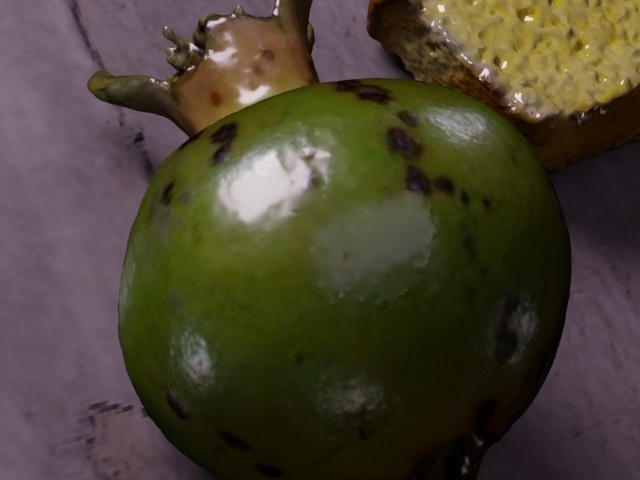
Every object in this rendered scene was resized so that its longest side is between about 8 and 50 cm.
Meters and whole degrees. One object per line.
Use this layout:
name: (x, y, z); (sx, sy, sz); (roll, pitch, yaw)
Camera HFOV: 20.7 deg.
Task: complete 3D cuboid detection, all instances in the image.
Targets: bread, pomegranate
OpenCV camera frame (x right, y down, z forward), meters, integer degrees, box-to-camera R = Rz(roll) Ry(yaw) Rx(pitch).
bread: (0.108, -0.090, 0.752); (0.187, 0.065, 0.103); (-21, 74, -35)
pomegranate: (-0.003, 0.000, 0.612); (0.156, 0.156, 0.220); (-1, 31, -26)
